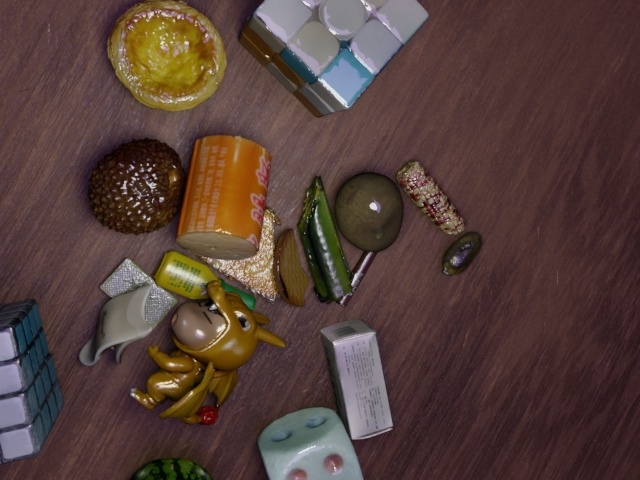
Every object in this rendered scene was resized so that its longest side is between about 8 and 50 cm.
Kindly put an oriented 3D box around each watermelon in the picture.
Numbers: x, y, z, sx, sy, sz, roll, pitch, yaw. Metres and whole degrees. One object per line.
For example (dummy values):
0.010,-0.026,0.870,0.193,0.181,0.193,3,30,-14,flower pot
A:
-0.436,0.769,1.791,0.284,0.285,0.286,-2,97,-14,watermelon

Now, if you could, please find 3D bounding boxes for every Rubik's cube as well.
0.021,-0.584,1.712,0.347,0.344,0.347,44,86,-16,Rubik's cube
-0.889,0.371,1.591,0.343,0.344,0.338,-11,100,-14,Rubik's cube

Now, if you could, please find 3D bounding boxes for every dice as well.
-0.031,0.683,1.881,0.262,0.264,0.268,-19,100,-11,dice

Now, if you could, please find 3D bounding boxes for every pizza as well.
-0.195,0.024,1.865,0.287,0.074,0.251,38,87,-16,pizza

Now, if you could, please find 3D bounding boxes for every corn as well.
0.355,-0.129,1.975,0.098,0.098,0.290,-46,108,-5,corn

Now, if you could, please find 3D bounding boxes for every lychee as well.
-0.502,-0.144,1.686,0.267,0.267,0.268,-2,97,-14,lychee

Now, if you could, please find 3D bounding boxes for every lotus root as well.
0.460,0.044,2.025,0.089,0.080,0.179,42,86,-16,lotus root

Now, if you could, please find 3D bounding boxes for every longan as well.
0.148,-0.084,1.856,0.215,0.246,0.246,-22,103,18,longan

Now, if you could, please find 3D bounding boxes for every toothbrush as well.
0.153,0.047,1.972,0.040,0.041,0.364,31,88,-15,toothbrush

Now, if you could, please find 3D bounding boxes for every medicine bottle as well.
-0.335,0.136,1.840,0.308,0.076,0.111,27,91,-16,medicine bottle

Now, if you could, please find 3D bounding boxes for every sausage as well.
-0.262,-0.110,1.712,0.233,0.233,0.287,13,71,-15,sausage

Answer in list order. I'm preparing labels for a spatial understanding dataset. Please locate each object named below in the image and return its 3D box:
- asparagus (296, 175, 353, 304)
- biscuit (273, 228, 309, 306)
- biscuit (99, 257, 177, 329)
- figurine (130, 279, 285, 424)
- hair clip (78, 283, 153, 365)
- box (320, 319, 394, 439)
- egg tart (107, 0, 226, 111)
0.000,0.000,1.894,0.128,0.108,0.382,-13,99,19,asparagus
-0.089,0.082,1.879,0.176,0.031,0.229,20,71,-58,biscuit
-0.528,0.157,1.814,0.199,0.040,0.121,44,84,-15,biscuit
-0.323,0.336,1.771,0.387,0.401,0.268,-47,66,-3,figurine
-0.574,0.255,1.741,0.113,0.173,0.282,19,128,-29,hair clip
0.114,0.430,1.936,0.145,0.173,0.333,-13,99,-10,box
-0.423,-0.507,1.721,0.318,0.128,0.319,-1,94,-15,egg tart
